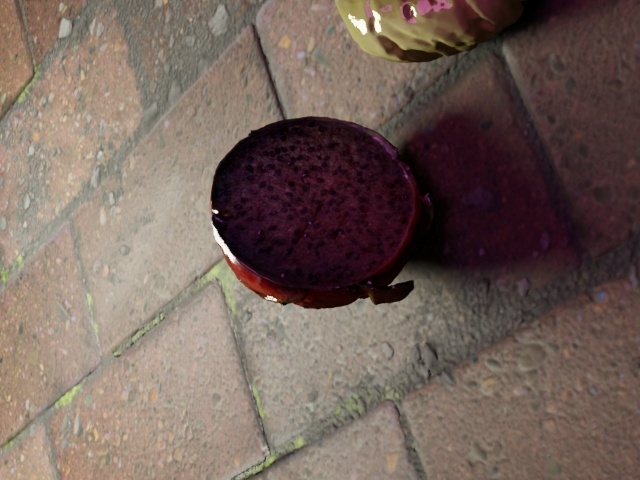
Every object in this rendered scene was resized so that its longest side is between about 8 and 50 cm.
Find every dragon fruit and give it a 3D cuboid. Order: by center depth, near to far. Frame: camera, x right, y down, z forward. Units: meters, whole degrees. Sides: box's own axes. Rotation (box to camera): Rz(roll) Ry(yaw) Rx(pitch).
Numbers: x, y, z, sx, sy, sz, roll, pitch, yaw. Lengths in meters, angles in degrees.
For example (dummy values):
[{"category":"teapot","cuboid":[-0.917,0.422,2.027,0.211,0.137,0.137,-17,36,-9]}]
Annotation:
[{"category":"dragon fruit","cuboid":[-0.002,-0.003,1.135,0.148,0.224,0.218,93,-167,-55]}]

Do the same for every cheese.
[{"category":"cheese","cuboid":[0.110,-0.284,1.050,0.214,0.117,0.225,-15,73,41]}]
